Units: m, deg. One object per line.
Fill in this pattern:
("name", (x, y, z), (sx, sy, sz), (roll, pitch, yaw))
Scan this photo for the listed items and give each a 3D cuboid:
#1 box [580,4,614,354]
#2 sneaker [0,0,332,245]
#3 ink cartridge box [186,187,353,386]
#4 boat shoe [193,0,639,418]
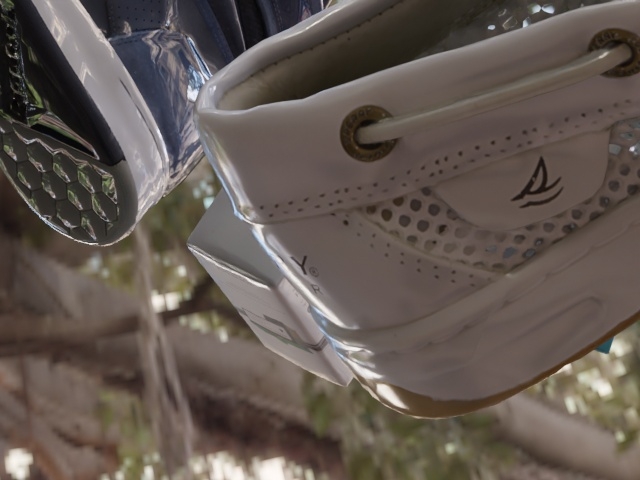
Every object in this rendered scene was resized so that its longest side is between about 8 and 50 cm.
("box", (0.168, -0.061, 1.171), (0.060, 0.100, 0.244), (21, -91, -16))
("sneaker", (-0.080, -0.135, 0.687), (0.086, 0.163, 0.226), (-6, -63, 47))
("ink cartridge box", (0.000, 0.000, 1.591), (0.160, 0.092, 0.219), (-57, -27, -13))
("boat shoe", (0.097, -0.076, 0.390), (0.277, 0.098, 0.096), (-37, -62, 7))
